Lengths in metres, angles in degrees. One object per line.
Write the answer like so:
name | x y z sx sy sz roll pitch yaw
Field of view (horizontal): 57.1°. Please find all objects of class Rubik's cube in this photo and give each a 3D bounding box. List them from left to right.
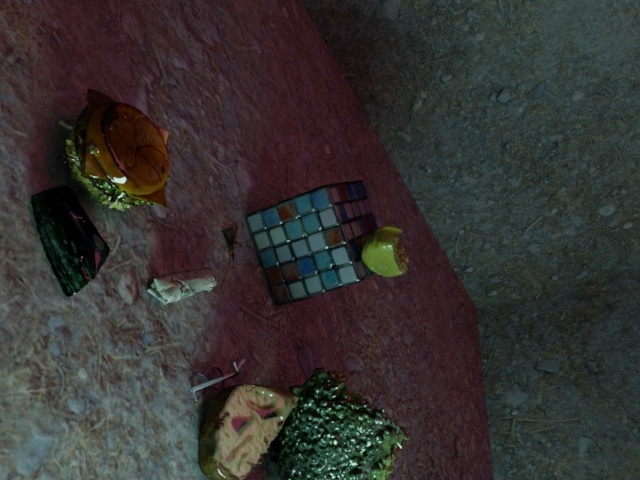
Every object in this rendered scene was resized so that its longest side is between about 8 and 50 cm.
Rubik's cube | 0.000 0.000 1.752 0.293 0.291 0.287 -20 91 -67

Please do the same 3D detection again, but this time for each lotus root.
lotus root | -0.168 0.400 1.288 0.170 0.074 0.261 49 51 -18

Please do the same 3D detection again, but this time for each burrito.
burrito | -0.302 0.099 1.330 0.203 0.064 0.064 -11 83 -64

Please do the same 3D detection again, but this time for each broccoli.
broccoli | 0.050 0.467 1.470 0.281 0.347 0.294 38 45 -67

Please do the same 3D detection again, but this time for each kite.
kite | -0.241 -0.002 1.593 0.090 0.004 0.122 42 37 -47

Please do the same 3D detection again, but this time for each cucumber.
cucumber | -0.449 -0.009 1.083 0.193 0.085 0.115 63 27 -2

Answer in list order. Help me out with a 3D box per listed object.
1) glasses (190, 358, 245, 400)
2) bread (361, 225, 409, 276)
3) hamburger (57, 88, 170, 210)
glasses | -0.212 0.305 1.313 0.140 0.103 0.063 7 64 -67
bread | 0.171 0.030 1.602 0.156 0.125 0.086 67 29 -46
hamburger | -0.414 -0.169 1.187 0.261 0.138 0.243 38 39 -51
